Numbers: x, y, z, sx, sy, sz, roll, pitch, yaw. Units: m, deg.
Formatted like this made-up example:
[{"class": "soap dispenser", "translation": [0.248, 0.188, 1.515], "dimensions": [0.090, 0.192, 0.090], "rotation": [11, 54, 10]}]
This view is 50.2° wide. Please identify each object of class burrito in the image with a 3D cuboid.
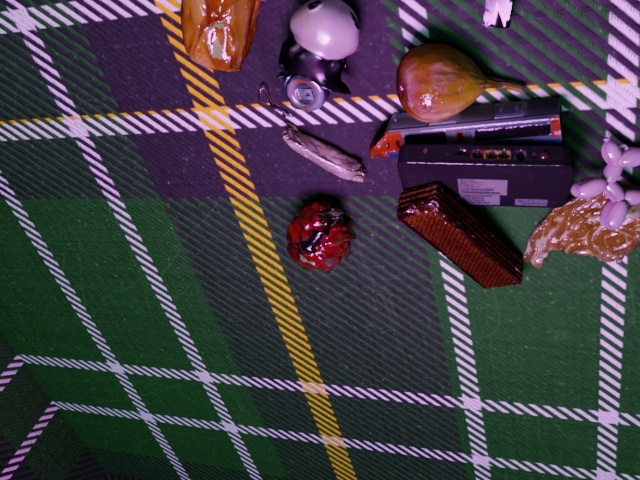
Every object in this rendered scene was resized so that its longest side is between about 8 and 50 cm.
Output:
[{"class": "burrito", "translation": [0.010, -0.201, 1.605], "dimensions": [0.229, 0.058, 0.063], "rotation": [32, 168, -7]}]

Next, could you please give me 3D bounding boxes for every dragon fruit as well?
[{"class": "dragon fruit", "translation": [-0.003, -0.006, 1.713], "dimensions": [0.182, 0.182, 0.188], "rotation": [-4, 127, 26]}]

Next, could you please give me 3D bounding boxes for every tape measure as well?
[{"class": "tape measure", "translation": [-0.053, -0.309, 1.462], "dimensions": [0.107, 0.180, 0.104], "rotation": [-3, 113, 26]}]

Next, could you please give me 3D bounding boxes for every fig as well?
[{"class": "fig", "translation": [0.281, -0.307, 1.360], "dimensions": [0.257, 0.159, 0.159], "rotation": [3, 133, -3]}]

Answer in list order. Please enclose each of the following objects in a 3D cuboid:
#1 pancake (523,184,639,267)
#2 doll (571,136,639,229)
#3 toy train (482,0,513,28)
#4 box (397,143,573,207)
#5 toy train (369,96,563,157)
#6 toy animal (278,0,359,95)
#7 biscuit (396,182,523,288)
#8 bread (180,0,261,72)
[{"class": "pancake", "translation": [0.621, -0.030, 1.517], "dimensions": [0.376, 0.054, 0.197], "rotation": [-22, 113, 37]}, {"class": "doll", "translation": [0.599, -0.124, 1.388], "dimensions": [0.160, 0.059, 0.161], "rotation": [-44, 101, 6]}, {"class": "toy train", "translation": [0.330, -0.506, 1.209], "dimensions": [0.055, 0.048, 0.252], "rotation": [13, 128, 18]}, {"class": "box", "translation": [0.346, -0.136, 1.450], "dimensions": [0.350, 0.058, 0.211], "rotation": [3, 161, 16]}, {"class": "toy train", "translation": [0.295, -0.236, 1.437], "dimensions": [0.409, 0.086, 0.089], "rotation": [-1, 129, 23]}, {"class": "toy animal", "translation": [0.012, -0.400, 1.382], "dimensions": [0.166, 0.138, 0.179], "rotation": [12, 129, -15]}, {"class": "biscuit", "translation": [0.326, -0.004, 1.564], "dimensions": [0.107, 0.073, 0.388], "rotation": [-14, 142, 43]}, {"class": "bread", "translation": [-0.194, -0.508, 1.322], "dimensions": [0.149, 0.195, 0.344], "rotation": [16, 132, 1]}]
